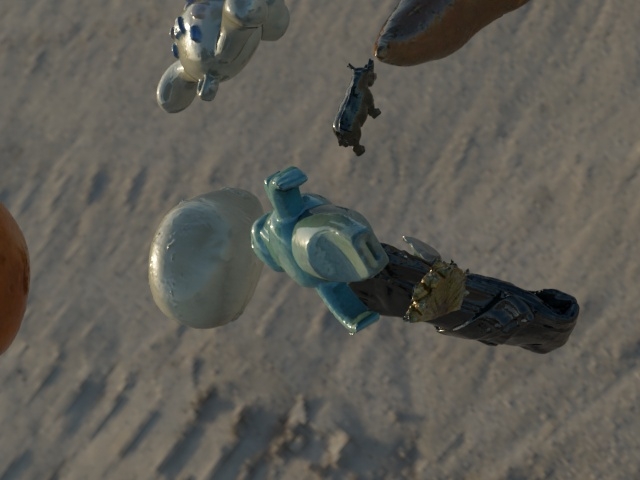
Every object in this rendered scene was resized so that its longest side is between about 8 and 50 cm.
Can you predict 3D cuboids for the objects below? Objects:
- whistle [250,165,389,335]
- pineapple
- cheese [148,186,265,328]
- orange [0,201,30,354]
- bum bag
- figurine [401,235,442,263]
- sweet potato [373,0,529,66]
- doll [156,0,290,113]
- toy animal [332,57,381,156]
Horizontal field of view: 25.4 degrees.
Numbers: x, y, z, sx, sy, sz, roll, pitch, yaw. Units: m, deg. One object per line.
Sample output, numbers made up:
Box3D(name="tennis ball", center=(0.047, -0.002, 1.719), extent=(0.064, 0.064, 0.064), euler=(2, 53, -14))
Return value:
Box3D(name="whistle", center=(0.000, 0.000, 1.499), extent=(0.093, 0.186, 0.274), euler=(-32, 15, -15))
Box3D(name="pineapple", center=(0.085, 0.035, 1.009), extent=(0.019, 0.083, 0.045), euler=(22, 102, 24))
Box3D(name="cheese", center=(-0.159, 0.028, 1.967), extent=(0.189, 0.154, 0.198), euler=(-71, -3, -78))
Box3D(name="orange", center=(-0.455, 0.035, 1.542), extent=(0.284, 0.284, 0.226), euler=(-29, 27, 22))
Box3D(name="bum bag", center=(0.154, 0.066, 1.544), extent=(0.123, 0.248, 0.060), euler=(107, -176, -60))
Box3D(name="figurine", center=(0.133, 0.048, 2.005), extent=(0.086, 0.082, 0.094), euler=(-56, 43, 14))
Box3D(name="sweet potato", center=(0.177, -0.281, 1.534), extent=(0.354, 0.095, 0.106), euler=(-35, 9, -18))
Box3D(name="doll", center=(-0.114, -0.281, 1.724), extent=(0.311, 0.159, 0.242), euler=(-49, 52, 52))
Box3D(name="toy animal", center=(0.050, -0.183, 1.862), extent=(0.047, 0.065, 0.135), euler=(10, 65, 25))
